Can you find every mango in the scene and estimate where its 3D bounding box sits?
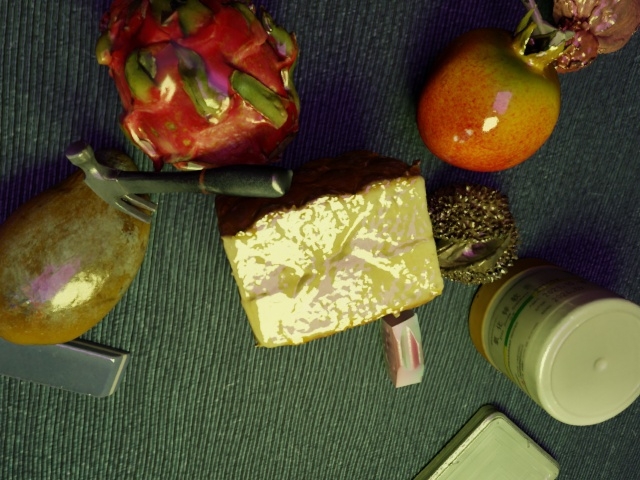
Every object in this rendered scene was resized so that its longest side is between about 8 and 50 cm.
[{"bbox_3d":[-0.366,0.009,0.742,0.192,0.146,0.317,33,78,-18],"label":"mango"}]

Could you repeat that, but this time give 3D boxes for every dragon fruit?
[{"bbox_3d":[-0.151,-0.213,0.684,0.231,0.237,0.302,-24,135,40],"label":"dragon fruit"}]

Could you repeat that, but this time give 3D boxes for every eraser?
[{"bbox_3d":[-0.440,0.199,0.824,0.224,0.036,0.082,20,100,-17],"label":"eraser"}]

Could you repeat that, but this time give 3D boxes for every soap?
[{"bbox_3d":[0.151,0.195,0.925,0.056,0.100,0.149,-12,108,-9],"label":"soap"}]

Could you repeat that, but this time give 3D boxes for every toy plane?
[{"bbox_3d":[0.294,-0.426,0.771,0.092,0.108,0.287,-35,100,-24],"label":"toy plane"}]

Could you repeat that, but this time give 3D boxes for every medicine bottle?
[{"bbox_3d":[0.433,0.174,0.915,0.237,0.232,0.238,-3,105,-12],"label":"medicine bottle"}]

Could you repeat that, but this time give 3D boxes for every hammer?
[{"bbox_3d":[-0.173,-0.072,0.647,0.289,0.037,0.137,3,147,16],"label":"hammer"}]

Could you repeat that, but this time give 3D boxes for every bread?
[{"bbox_3d":[0.000,0.000,0.750,0.278,0.279,0.207,-17,110,-10],"label":"bread"}]

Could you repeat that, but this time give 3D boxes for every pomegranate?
[{"bbox_3d":[0.268,-0.225,0.764,0.220,0.221,0.257,16,145,-16],"label":"pomegranate"}]

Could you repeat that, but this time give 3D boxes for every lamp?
[{"bbox_3d":[0.364,0.524,1.091,0.266,0.047,0.269,41,93,-21],"label":"lamp"}]

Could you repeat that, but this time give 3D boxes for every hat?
[{"bbox_3d":[0.467,-0.408,0.833,0.236,0.107,0.287,29,89,-27],"label":"hat"}]

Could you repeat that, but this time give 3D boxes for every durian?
[{"bbox_3d":[0.270,-0.022,0.880,0.196,0.167,0.196,-19,124,-30],"label":"durian"}]
